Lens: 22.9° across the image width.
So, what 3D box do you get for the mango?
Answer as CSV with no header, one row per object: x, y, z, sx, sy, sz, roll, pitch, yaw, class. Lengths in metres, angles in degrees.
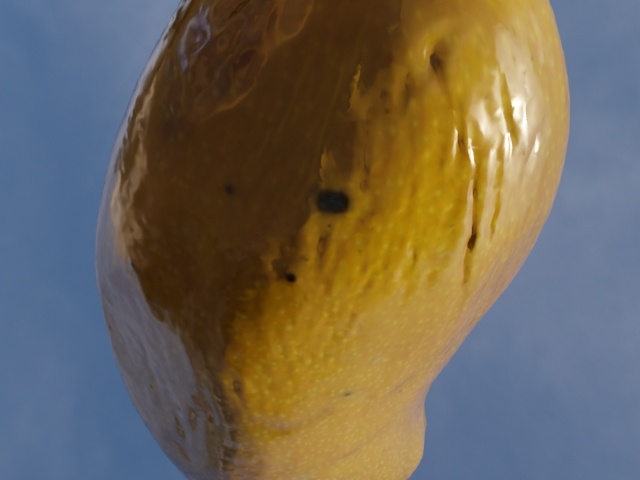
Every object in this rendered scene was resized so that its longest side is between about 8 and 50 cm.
-0.004,0.001,0.685,0.187,0.359,0.144,5,-137,-17,mango
